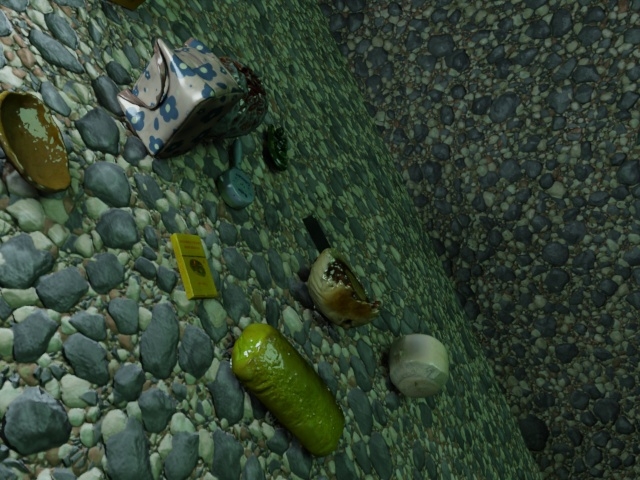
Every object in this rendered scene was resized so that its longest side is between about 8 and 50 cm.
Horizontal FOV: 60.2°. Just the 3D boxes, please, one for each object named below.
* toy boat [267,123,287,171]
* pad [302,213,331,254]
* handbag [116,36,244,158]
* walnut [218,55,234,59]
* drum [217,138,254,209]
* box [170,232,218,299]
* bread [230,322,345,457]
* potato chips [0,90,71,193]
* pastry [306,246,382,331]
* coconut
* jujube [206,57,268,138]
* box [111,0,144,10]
[{"bbox_3d":[-0.147,-0.313,1.891,0.104,0.052,0.210,46,28,-40],"label":"toy boat"},{"bbox_3d":[0.000,0.000,1.936,0.193,0.004,0.116,64,24,-2],"label":"pad"},{"bbox_3d":[-0.337,-0.336,1.296,0.193,0.251,0.190,54,31,1],"label":"handbag"},{"bbox_3d":[-0.291,-0.572,1.859,0.121,0.052,0.091,59,21,-15],"label":"walnut"},{"bbox_3d":[-0.229,-0.187,1.597,0.130,0.049,0.253,49,28,-29],"label":"drum"},{"bbox_3d":[-0.288,0.059,1.260,0.087,0.023,0.155,12,55,-64],"label":"box"},{"bbox_3d":[-0.061,0.352,1.315,0.383,0.112,0.166,53,25,-23],"label":"bread"},{"bbox_3d":[-0.519,-0.170,0.986,0.201,0.049,0.150,62,20,1],"label":"potato chips"},{"bbox_3d":[0.049,0.155,1.696,0.256,0.170,0.236,44,10,-28],"label":"pastry"},{"bbox_3d":[0.344,0.430,1.963,0.224,0.224,0.234,44,32,-38],"label":"coconut"},{"bbox_3d":[-0.268,-0.392,1.523,0.226,0.226,0.317,61,22,-6],"label":"jujube"},{"bbox_3d":[-0.515,-0.717,1.290,0.115,0.264,0.415,67,22,6],"label":"box"}]
